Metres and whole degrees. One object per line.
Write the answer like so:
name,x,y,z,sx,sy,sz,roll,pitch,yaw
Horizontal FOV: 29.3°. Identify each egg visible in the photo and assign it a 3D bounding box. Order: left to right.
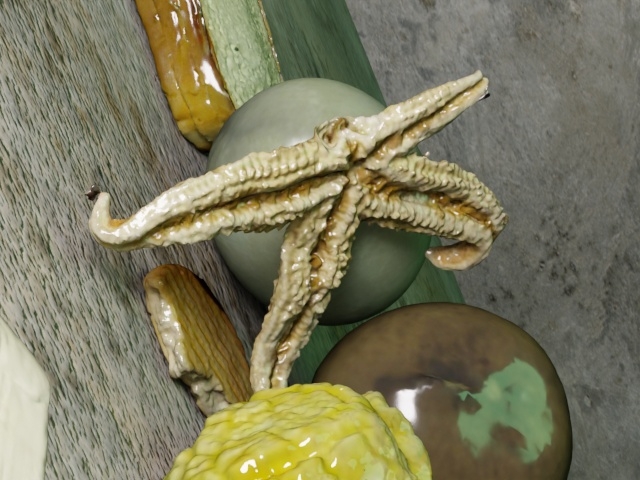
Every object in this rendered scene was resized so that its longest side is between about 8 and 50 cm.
egg,0.001,-0.039,1.405,0.352,0.258,0.259,74,3,-61

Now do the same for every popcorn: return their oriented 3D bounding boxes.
popcorn,-0.014,0.219,1.054,0.286,0.225,0.174,-58,130,-71

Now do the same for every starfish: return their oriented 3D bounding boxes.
starfish,0.000,0.000,1.188,0.082,0.432,0.324,40,-31,40

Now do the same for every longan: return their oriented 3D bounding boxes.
longan,0.132,0.219,1.414,0.319,0.318,0.319,-20,90,-77

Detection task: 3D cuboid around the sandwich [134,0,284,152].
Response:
sandwich,-0.138,-0.255,1.529,0.271,0.099,0.301,-8,80,-70

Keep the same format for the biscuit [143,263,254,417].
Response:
biscuit,-0.111,0.124,1.220,0.176,0.031,0.229,-52,121,-74

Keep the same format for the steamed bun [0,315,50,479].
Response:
steamed bun,-0.227,0.106,0.513,0.200,0.154,0.250,53,26,-42
